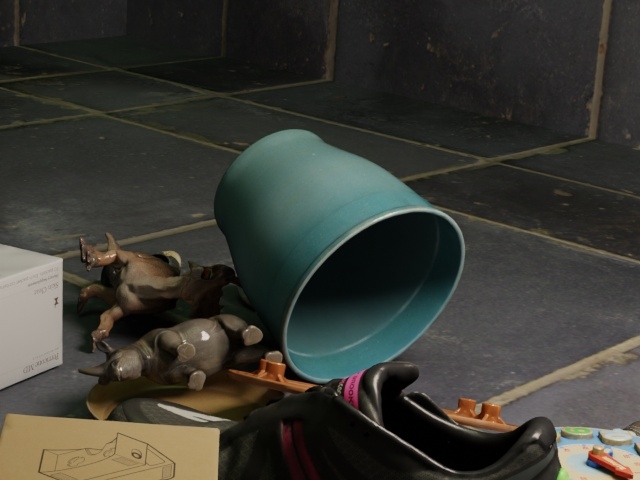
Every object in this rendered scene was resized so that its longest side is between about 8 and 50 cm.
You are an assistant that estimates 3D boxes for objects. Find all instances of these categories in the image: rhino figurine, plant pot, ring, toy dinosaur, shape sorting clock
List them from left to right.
[{"bbox_3d":[-0.224,0.064,2.095,0.200,0.127,0.296,-1,13,-16],"label":"toy dinosaur"},{"bbox_3d":[-0.175,0.138,1.821,0.243,0.073,0.106,-9,14,-31],"label":"rhino figurine"},{"bbox_3d":[-0.155,0.201,1.795,0.236,0.032,0.236,3,15,-1],"label":"plant pot"},{"bbox_3d":[0.000,0.000,1.965,0.272,0.271,0.255,-9,41,-37],"label":"plant pot"},{"bbox_3d":[0.061,0.172,1.728,0.337,0.032,0.336,11,-4,1],"label":"ring"},{"bbox_3d":[0.285,0.232,1.589,0.206,0.040,0.206,6,14,-1],"label":"shape sorting clock"}]

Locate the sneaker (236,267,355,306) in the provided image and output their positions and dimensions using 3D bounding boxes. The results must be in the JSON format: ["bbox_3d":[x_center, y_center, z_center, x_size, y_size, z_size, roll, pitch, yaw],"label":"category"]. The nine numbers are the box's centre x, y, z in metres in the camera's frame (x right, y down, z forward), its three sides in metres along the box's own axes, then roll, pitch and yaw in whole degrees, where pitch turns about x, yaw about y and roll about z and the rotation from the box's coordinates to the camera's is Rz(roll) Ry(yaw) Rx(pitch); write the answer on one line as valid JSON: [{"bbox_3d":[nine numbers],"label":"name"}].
[{"bbox_3d":[-0.019,0.051,2.177,0.099,0.121,0.262,-10,21,-42],"label":"sneaker"}]

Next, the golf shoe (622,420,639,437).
[{"bbox_3d":[0.376,0.256,1.680,0.094,0.077,0.198,-15,16,-2],"label":"golf shoe"}]

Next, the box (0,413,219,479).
[{"bbox_3d":[-0.192,0.209,1.367,0.201,0.021,0.164,4,24,-5],"label":"box"}]

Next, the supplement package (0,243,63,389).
[{"bbox_3d":[-0.473,0.099,1.869,0.204,0.145,0.262,12,19,29],"label":"supplement package"}]

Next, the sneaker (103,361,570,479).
[{"bbox_3d":[0.014,0.204,1.514,0.483,0.202,0.185,7,16,11],"label":"sneaker"}]

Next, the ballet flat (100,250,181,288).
[{"bbox_3d":[-0.263,0.040,2.290,0.057,0.049,0.173,13,19,27],"label":"ballet flat"}]
